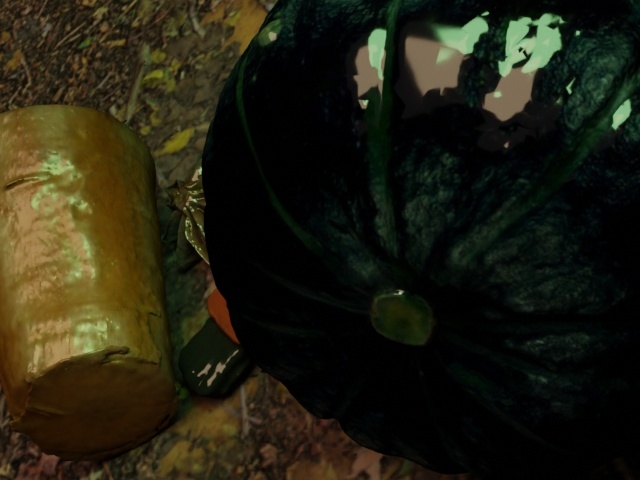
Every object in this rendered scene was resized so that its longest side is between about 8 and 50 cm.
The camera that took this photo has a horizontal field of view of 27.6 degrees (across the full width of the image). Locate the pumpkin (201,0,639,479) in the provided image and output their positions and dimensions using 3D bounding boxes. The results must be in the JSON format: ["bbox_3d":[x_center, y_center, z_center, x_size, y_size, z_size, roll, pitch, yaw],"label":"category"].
[{"bbox_3d":[0.105,-0.023,0.818,0.363,0.363,0.266,-8,25,30],"label":"pumpkin"}]

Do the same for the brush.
[{"bbox_3d":[0.000,0.000,1.071,0.323,0.051,0.070,-47,45,0],"label":"brush"}]

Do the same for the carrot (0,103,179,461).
[{"bbox_3d":[-0.222,0.037,1.108,0.196,0.196,0.254,-28,51,17],"label":"carrot"}]

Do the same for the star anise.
[{"bbox_3d":[-0.107,-0.034,1.164,0.129,0.056,0.124,16,91,51],"label":"star anise"}]
